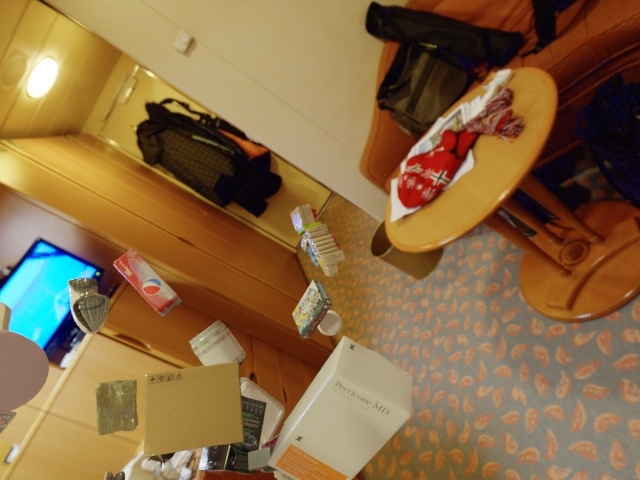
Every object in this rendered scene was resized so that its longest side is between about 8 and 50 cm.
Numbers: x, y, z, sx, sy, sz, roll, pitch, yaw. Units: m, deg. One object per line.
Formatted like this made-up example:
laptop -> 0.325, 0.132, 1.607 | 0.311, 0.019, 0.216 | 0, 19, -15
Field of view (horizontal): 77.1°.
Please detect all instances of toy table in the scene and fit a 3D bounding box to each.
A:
toy table -> -0.784, 0.278, 0.922 | 0.252, 0.160, 0.274 | -54, -19, -43

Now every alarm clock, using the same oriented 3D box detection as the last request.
alarm clock -> -0.559, 0.722, 1.477 | 0.129, 0.064, 0.192 | 80, -165, -48

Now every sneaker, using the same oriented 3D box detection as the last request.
sneaker -> -0.793, 0.238, 1.375 | 0.297, 0.111, 0.129 | 34, 118, 49

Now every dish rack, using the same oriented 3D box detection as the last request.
dish rack -> -0.352, 0.907, 2.082 | 0.072, 0.333, 0.286 | -37, 16, 53

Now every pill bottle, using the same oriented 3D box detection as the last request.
pill bottle -> 0.047, 0.432, 2.107 | 0.131, 0.131, 0.229 | -61, -6, -8

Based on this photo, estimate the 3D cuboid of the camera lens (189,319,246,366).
camera lens -> -0.569, 0.613, 2.244 | 0.219, 0.274, 0.219 | -36, -1, 0

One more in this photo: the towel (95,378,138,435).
towel -> -0.575, 0.469, 1.132 | 0.027, 0.110, 0.148 | 176, 93, -72

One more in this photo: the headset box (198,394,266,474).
headset box -> -0.352, 0.780, 1.625 | 0.246, 0.131, 0.283 | -32, 39, 44

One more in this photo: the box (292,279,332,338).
box -> -0.044, 0.326, 1.892 | 0.233, 0.044, 0.159 | -59, 38, 26

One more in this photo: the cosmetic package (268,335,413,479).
cosmetic package -> 0.051, 0.522, 1.159 | 0.453, 0.230, 0.161 | -62, -2, 28

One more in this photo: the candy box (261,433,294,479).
candy box -> -0.147, 1.001, 1.825 | 0.159, 0.233, 0.071 | -26, -11, -10

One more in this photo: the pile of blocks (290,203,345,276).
pile of blocks -> 0.000, 0.000, 1.645 | 0.362, 0.112, 0.149 | 61, 153, 29

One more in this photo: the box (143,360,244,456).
box -> -0.270, 0.356, 0.858 | 0.021, 0.201, 0.165 | 101, 161, -65

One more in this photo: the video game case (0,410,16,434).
video game case -> -1.258, 0.690, 1.449 | 0.201, 0.183, 0.023 | -52, 45, -2

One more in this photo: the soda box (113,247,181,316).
soda box -> -0.634, 0.153, 1.474 | 0.092, 0.263, 0.083 | -43, -14, -22

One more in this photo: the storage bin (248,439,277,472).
storage bin -> -0.188, 0.765, 1.425 | 0.135, 0.091, 0.098 | -27, 54, 25

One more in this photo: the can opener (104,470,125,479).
can opener -> -0.942, 1.153, 1.770 | 0.093, 0.074, 0.280 | -17, 32, 0
